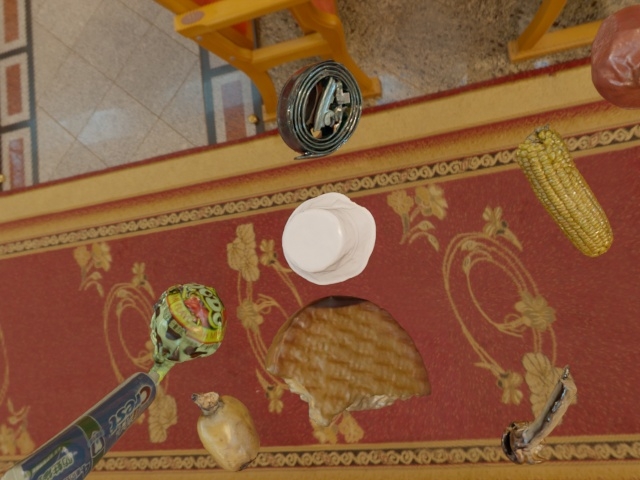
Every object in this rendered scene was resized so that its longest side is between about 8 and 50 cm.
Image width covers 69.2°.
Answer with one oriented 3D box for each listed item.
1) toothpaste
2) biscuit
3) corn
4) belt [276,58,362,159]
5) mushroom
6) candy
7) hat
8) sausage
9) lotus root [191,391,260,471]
[{"bbox_3d":[-0.188,0.161,0.395,0.035,0.197,0.057,-3,100,9],"label":"toothpaste"},{"bbox_3d":[0.045,0.153,0.562,0.031,0.229,0.176,-28,28,48],"label":"biscuit"},{"bbox_3d":[0.517,-0.093,0.976,0.102,0.102,0.313,-34,96,11],"label":"corn"},{"bbox_3d":[-0.010,-0.328,1.200,0.116,0.206,0.267,19,80,56],"label":"belt"},{"bbox_3d":[0.316,0.251,0.654,0.061,0.060,0.187,10,125,-10],"label":"mushroom"},{"bbox_3d":[-0.219,0.175,0.588,0.091,0.083,0.305,48,111,26],"label":"candy"},{"bbox_3d":[0.000,0.000,0.902,0.203,0.126,0.203,1,94,17],"label":"hat"},{"bbox_3d":[0.547,-0.322,0.806,0.148,0.148,0.254,6,43,19],"label":"sausage"},{"bbox_3d":[-0.224,0.442,1.102,0.118,0.125,0.220,-29,91,15],"label":"lotus root"}]
